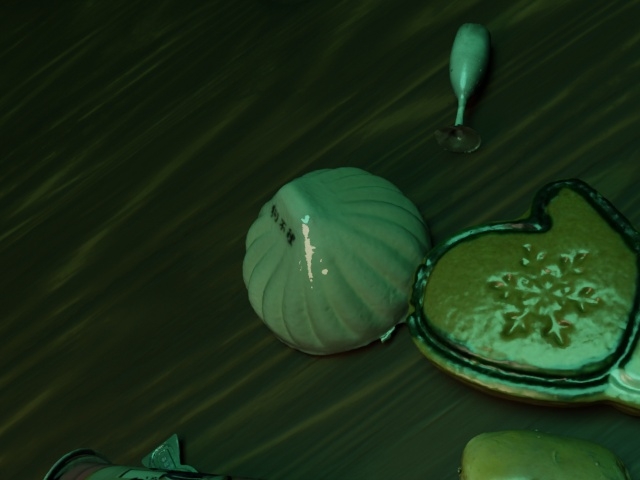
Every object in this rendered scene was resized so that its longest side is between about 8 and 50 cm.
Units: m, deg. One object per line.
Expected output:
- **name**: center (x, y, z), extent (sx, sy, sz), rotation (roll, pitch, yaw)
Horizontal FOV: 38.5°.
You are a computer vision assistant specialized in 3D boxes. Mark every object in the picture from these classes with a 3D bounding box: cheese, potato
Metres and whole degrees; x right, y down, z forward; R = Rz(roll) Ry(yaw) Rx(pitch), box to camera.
- **cheese**: center (-0.184, 0.306, 1.159), extent (0.067, 0.026, 0.120), rotation (-38, 47, 0)
- **potato**: center (0.226, 0.249, 0.915), extent (0.178, 0.118, 0.109), rotation (6, 96, 17)

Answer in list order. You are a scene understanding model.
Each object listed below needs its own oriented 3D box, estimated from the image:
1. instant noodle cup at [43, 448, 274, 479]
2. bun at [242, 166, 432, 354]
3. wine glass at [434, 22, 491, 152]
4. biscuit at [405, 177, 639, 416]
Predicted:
- **instant noodle cup**: center (-0.155, 0.346, 0.998), extent (0.255, 0.244, 0.243), rotation (-4, 56, 18)
- **bun**: center (0.000, 0.000, 1.175), extent (0.263, 0.175, 0.263), rotation (-16, 50, 20)
- **wine glass**: center (0.206, -0.219, 1.288), extent (0.066, 0.066, 0.198), rotation (-3, 56, 28)
- **biscuit**: center (0.271, 0.051, 1.044), extent (0.344, 0.057, 0.287), rotation (9, 63, 28)
